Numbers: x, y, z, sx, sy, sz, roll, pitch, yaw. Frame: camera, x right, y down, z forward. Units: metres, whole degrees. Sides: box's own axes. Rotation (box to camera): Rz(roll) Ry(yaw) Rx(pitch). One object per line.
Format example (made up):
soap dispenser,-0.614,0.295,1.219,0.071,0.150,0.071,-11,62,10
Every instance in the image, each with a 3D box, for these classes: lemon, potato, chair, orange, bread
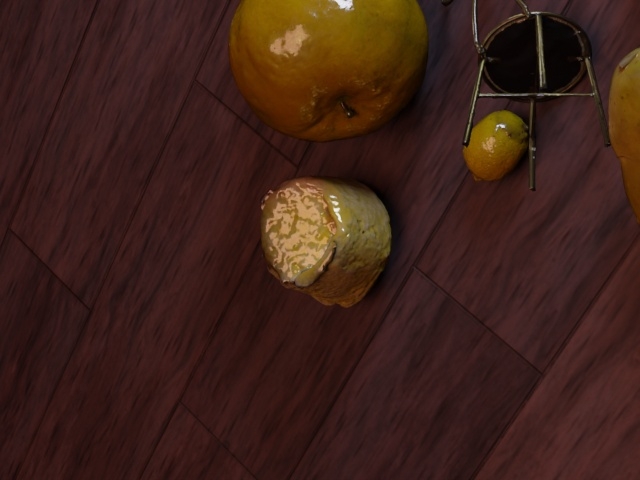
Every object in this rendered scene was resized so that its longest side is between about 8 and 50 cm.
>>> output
lemon,0.235,-0.125,1.685,0.082,0.082,0.110,49,123,19
potato,0.442,-0.099,1.482,0.173,0.140,0.300,-17,112,8
chair,0.269,-0.243,1.609,0.160,0.170,0.325,-36,34,35
orange,0.010,-0.269,1.712,0.279,0.279,0.235,-38,53,35
bread,0.004,0.000,1.825,0.197,0.170,0.197,-4,84,35
